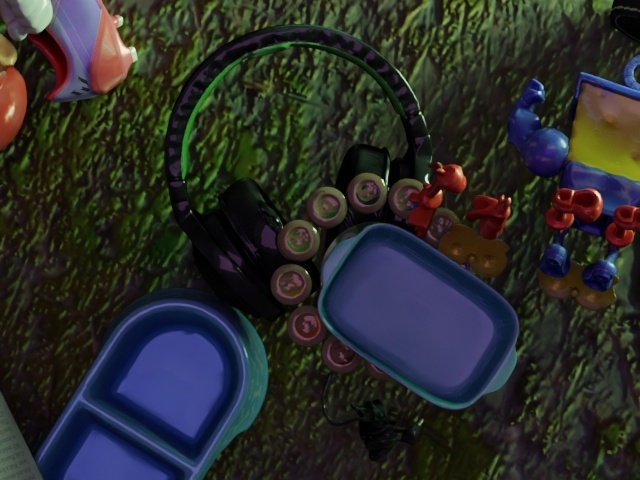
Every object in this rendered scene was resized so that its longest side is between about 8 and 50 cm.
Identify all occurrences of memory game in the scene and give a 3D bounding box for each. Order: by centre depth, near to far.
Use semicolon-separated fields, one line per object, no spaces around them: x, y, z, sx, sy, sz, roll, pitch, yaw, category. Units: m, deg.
0.048;0.032;1.563;0.186;0.012;0.186;1;84;-8;memory game

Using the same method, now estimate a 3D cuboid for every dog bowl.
-0.168;0.180;1.650;0.166;0.074;0.297;32;85;2;dog bowl

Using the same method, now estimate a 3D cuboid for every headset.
0.000;0.000;1.615;0.243;0.185;0.394;-16;101;-2;headset

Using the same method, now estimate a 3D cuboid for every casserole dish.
0.083;0.066;1.540;0.188;0.037;0.114;34;82;-2;casserole dish

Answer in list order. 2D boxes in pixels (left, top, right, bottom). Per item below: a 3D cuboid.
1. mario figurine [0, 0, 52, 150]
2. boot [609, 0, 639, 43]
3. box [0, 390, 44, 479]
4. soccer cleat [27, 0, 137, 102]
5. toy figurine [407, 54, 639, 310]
-0.377;-0.219;1.623;0.170;0.198;0.320;-24;83;-46;mario figurine
0.382;-0.062;1.628;0.377;0.138;0.284;31;88;17;boot
-0.350;0.292;1.554;0.215;0.168;0.345;-28;85;22;box
-0.261;-0.250;1.687;0.095;0.083;0.248;-25;89;-24;soccer cleat
0.277;-0.066;1.495;0.362;0.191;0.217;17;68;11;toy figurine
